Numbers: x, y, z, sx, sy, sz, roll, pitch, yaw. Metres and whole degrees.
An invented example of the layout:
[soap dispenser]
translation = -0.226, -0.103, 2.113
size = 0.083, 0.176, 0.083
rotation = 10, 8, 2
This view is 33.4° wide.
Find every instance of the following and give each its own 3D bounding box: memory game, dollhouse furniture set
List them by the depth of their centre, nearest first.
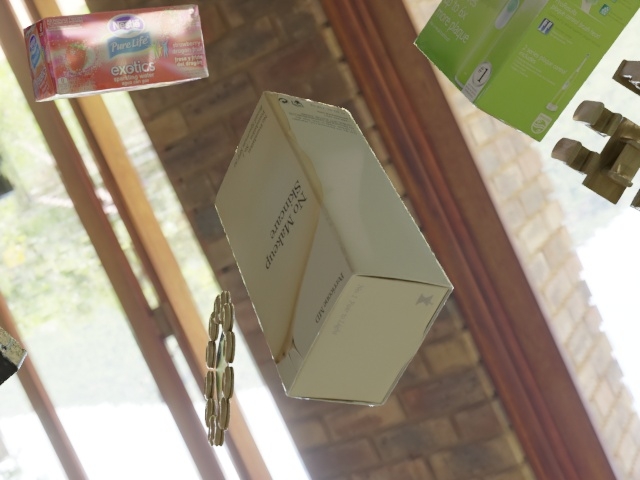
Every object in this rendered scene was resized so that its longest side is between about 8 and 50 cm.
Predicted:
[memory game]
translation = -0.119, 0.150, 1.246
size = 0.012, 0.186, 0.186
rotation = 4, 178, -14
[dollhouse furniture set]
translation = 0.546, -0.188, 1.883
size = 0.242, 0.212, 0.161
rotation = -59, -168, 5

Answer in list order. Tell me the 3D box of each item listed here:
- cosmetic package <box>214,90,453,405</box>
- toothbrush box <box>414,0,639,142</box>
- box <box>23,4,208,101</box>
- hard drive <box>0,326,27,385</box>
[cosmetic package]
translation = 0.000, 0.000, 1.081
size = 0.113, 0.309, 0.160
rotation = 10, 123, -28
[toothbrush box]
translation = 0.270, -0.299, 1.312
size = 0.283, 0.122, 0.206
rotation = -54, -148, 18
[box]
translation = -0.380, -0.350, 1.986
size = 0.299, 0.142, 0.154
rotation = -12, -171, -28
[hard drive]
translation = -0.631, 0.132, 1.545
size = 0.237, 0.339, 0.064
rotation = -41, -162, 16
